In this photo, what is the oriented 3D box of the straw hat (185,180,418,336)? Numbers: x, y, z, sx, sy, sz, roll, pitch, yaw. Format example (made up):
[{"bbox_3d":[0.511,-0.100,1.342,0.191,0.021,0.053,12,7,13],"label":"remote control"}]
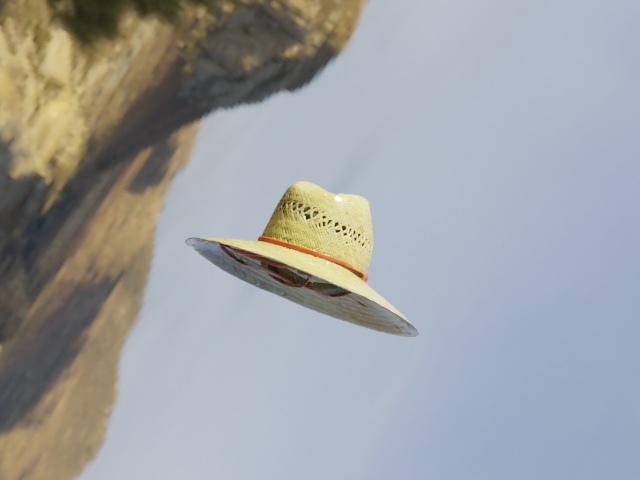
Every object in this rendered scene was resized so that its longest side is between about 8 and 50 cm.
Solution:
[{"bbox_3d":[0.000,0.000,0.757,0.061,0.145,0.144,-69,-166,-10],"label":"straw hat"}]
